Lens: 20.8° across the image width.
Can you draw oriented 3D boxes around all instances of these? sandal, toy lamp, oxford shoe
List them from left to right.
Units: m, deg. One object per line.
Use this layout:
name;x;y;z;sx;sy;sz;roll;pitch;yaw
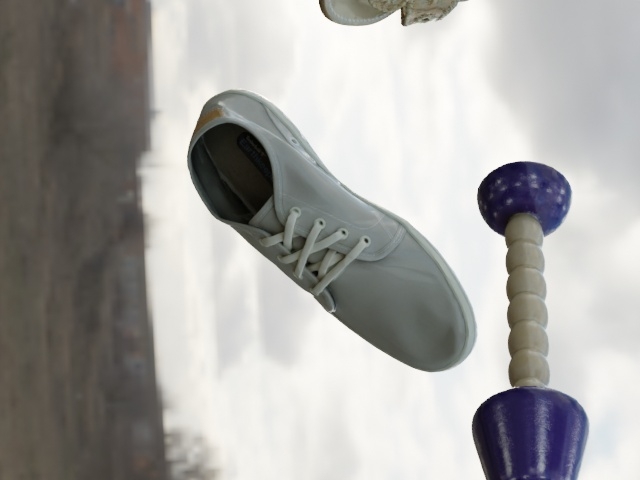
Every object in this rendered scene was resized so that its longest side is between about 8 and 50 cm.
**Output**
oxford shoe;0.000;0.000;2.109;0.169;0.449;0.130;-48;174;29
sandal;0.101;-0.235;1.565;0.240;0.079;0.088;-18;117;-51
toy lamp;0.141;0.067;1.184;0.080;0.080;0.274;96;1;-46
